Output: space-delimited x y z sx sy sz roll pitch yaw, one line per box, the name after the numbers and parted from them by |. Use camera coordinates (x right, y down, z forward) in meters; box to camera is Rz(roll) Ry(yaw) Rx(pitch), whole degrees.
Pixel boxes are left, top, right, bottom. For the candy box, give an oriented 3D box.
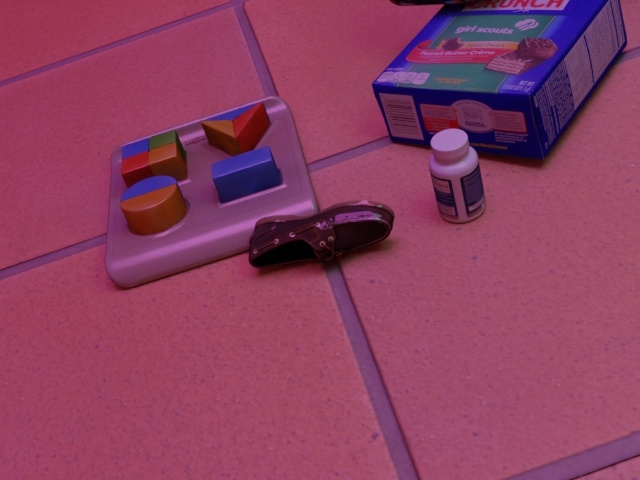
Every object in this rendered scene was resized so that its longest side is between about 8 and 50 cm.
0.279 -0.273 1.459 0.268 0.122 0.317 11 46 37 | candy box

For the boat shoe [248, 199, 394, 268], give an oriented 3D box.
0.000 0.000 1.298 0.207 0.073 0.073 -11 41 21 | boat shoe

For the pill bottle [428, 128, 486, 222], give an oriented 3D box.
0.182 -0.088 1.284 0.067 0.120 0.067 -11 40 9 | pill bottle

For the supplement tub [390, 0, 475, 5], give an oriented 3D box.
0.196 -0.426 1.508 0.198 0.106 0.106 11 47 43 | supplement tub

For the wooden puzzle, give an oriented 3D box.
-0.185 -0.104 1.482 0.322 0.080 0.348 -17 39 2 | wooden puzzle
